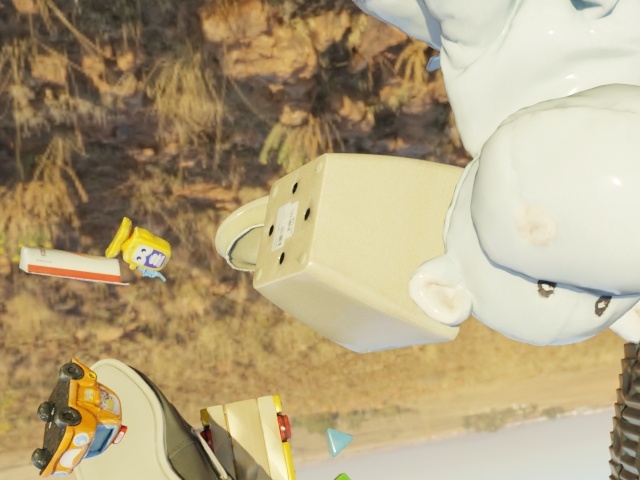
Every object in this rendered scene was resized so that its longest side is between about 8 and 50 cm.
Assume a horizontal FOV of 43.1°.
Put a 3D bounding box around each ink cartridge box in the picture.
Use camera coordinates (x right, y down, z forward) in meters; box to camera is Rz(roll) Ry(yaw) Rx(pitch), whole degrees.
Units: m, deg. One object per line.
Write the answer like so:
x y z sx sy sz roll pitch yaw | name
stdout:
-0.382 0.037 1.251 0.145 0.045 0.179 9 174 -26 | ink cartridge box

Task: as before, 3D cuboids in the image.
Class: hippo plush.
0.100 -0.071 0.437 0.234 0.237 0.294 13 161 -8 | hippo plush

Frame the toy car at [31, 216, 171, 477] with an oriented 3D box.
-0.100 0.056 0.395 0.040 0.122 0.060 24 -173 -26 | toy car

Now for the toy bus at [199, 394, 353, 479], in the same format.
-0.074 0.272 0.896 0.191 0.202 0.104 34 161 5 | toy bus

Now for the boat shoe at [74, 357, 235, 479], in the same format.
-0.142 0.246 0.779 0.112 0.335 0.095 -45 139 -4 | boat shoe

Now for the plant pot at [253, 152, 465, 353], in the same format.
0.020 0.003 0.505 0.096 0.109 0.109 19 160 -27 | plant pot

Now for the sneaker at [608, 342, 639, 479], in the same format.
0.279 0.059 0.523 0.131 0.319 0.112 12 -176 2 | sneaker

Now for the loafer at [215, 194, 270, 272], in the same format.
0.000 0.000 1.025 0.268 0.092 0.102 -7 135 -1 | loafer
